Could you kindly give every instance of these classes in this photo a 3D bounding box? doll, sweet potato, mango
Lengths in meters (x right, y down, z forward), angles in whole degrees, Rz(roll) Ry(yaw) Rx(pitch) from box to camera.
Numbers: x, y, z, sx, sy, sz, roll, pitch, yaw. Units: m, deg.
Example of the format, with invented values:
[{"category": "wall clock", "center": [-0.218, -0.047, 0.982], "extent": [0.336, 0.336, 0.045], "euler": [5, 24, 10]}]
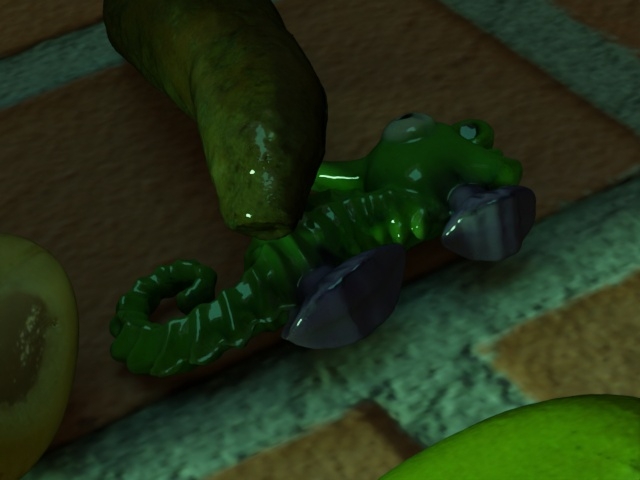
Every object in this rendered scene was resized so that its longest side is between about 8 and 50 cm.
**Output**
[{"category": "doll", "center": [0.000, 0.000, 0.734], "extent": [0.190, 0.050, 0.115], "euler": [-33, 34, -24]}, {"category": "sweet potato", "center": [-0.042, -0.077, 0.791], "extent": [0.075, 0.075, 0.273], "euler": [-16, 28, -11]}, {"category": "mango", "center": [0.063, 0.100, 0.551], "extent": [0.163, 0.089, 0.117], "euler": [-10, 37, -1]}]

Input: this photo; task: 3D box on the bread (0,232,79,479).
[{"category": "bread", "center": [-0.243, 0.043, 0.681], "extent": [0.305, 0.091, 0.142], "euler": [5, 20, 17]}]
